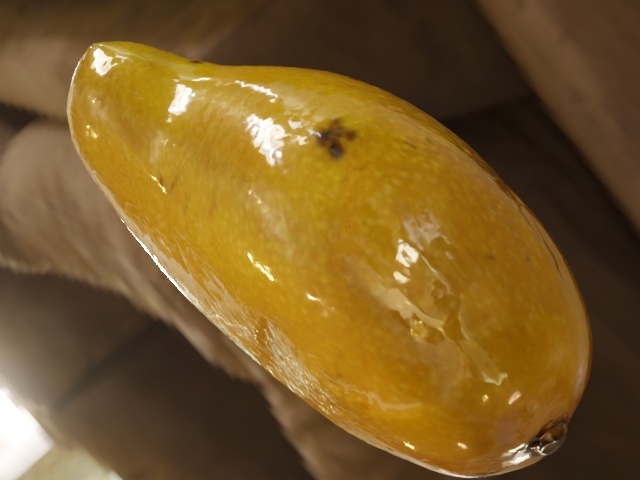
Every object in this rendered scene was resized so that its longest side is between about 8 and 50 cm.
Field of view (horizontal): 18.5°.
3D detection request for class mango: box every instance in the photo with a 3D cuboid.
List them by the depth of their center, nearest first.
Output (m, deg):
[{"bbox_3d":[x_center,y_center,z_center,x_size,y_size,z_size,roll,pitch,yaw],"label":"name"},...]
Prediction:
[{"bbox_3d":[0.004,-0.003,0.788,0.262,0.109,0.157,40,163,32],"label":"mango"}]
